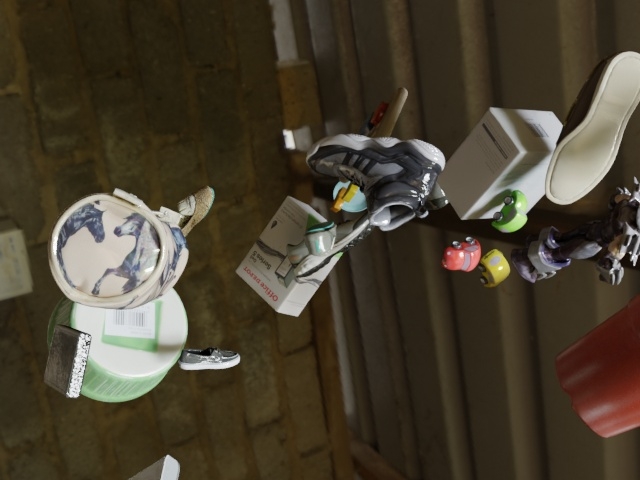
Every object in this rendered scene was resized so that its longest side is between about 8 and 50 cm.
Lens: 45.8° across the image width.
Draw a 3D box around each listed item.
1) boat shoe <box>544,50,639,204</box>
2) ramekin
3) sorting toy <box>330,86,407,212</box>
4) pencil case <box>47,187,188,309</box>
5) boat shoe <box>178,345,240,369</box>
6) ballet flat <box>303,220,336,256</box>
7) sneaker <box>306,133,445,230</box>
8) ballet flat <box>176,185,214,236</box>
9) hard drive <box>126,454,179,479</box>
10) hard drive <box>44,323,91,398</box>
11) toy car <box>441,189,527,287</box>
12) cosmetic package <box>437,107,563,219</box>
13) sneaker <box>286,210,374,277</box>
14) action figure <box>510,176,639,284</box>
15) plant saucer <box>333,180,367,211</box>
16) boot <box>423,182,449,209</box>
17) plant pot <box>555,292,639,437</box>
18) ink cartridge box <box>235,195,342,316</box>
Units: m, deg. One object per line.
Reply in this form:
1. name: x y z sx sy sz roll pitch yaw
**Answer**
1. boat shoe: 0.548 -0.228 1.537 0.097 0.116 0.325 -84 -164 -73
2. ramekin: -0.455 0.206 1.739 0.148 0.303 0.304 -37 -109 50
3. sorting toy: 0.107 -0.228 1.913 0.307 0.041 0.229 -66 -166 -21
4. pencil case: -0.306 0.016 1.210 0.410 0.159 0.184 156 -51 -84
5. boat shoe: -0.241 0.254 1.659 0.049 0.142 0.040 34 -61 54
6. ballet flat: 0.000 0.000 1.702 0.213 0.072 0.068 -43 120 -80
7. sneaker: 0.082 -0.104 1.369 0.268 0.153 0.101 5 -23 25
8. ballet flat: -0.344 -0.067 1.939 0.206 0.067 0.073 -49 -125 39
9. hard drive: -0.387 0.535 1.352 0.040 0.307 0.203 47 21 -25
10. hard drive: -0.385 0.181 1.152 0.135 0.022 0.094 0 -102 56
11. toy car: 0.387 -0.004 1.651 0.053 0.239 0.225 39 -79 42
12. cosmetic package: 0.423 -0.169 1.712 0.225 0.224 0.138 -54 -128 42
13. sneaker: 0.028 -0.010 1.948 0.108 0.271 0.100 60 12 9
14. action figure: 0.471 -0.005 1.294 0.099 0.185 0.285 46 -35 -15
15. plant saucer: 0.096 -0.138 2.183 0.021 0.119 0.119 -88 180 -55
16. boot: 0.260 -0.165 2.158 0.246 0.083 0.161 -10 -70 53
17. plant pot: 0.653 0.260 1.567 0.265 0.272 0.273 -38 -114 29
18. ink cartridge box: -0.079 0.047 2.134 0.198 0.114 0.273 40 -80 31
